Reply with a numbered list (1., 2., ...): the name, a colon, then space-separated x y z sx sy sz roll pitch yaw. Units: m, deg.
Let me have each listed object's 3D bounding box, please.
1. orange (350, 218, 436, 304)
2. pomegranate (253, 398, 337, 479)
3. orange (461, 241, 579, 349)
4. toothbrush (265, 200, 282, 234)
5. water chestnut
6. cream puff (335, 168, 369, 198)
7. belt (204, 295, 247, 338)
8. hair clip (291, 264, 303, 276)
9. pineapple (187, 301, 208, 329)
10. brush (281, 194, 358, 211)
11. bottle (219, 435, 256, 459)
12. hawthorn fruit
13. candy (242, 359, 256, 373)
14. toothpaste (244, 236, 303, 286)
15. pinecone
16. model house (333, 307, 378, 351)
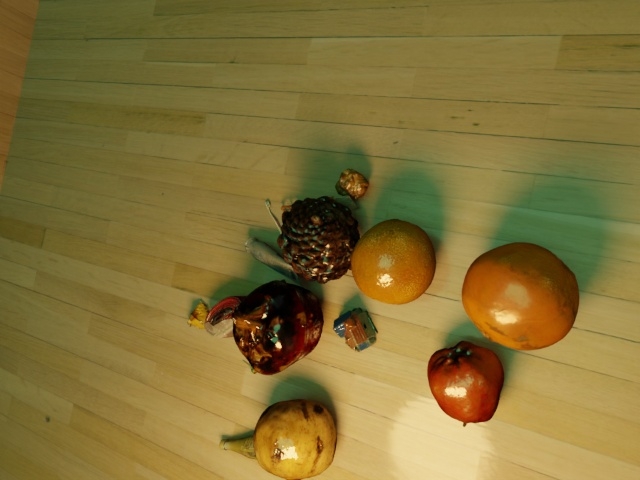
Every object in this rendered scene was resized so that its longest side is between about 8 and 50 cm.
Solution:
1. orange: 0.232 0.067 1.472 0.275 0.274 0.274 -3 84 24
2. pomegranate: -0.083 0.667 1.560 0.282 0.281 0.280 -3 84 24
3. orange: 0.555 0.154 1.296 0.312 0.312 0.311 -3 84 24
4. toothbrush: -0.171 -0.065 1.804 0.022 0.017 0.204 -38 69 37
5. water chestnut: -0.174 0.293 1.599 0.336 0.347 0.334 -6 80 34
6. cream puff: 0.107 -0.194 1.634 0.094 0.116 0.122 -54 38 -9
7. belt: -0.353 0.295 1.794 0.201 0.124 0.128 -40 69 15
8. hair clip: -0.072 0.048 1.736 0.124 0.052 0.195 -25 67 1
9. pineapple: -0.513 0.321 1.896 0.114 0.077 0.114 -38 66 31
10. brush: -0.016 -0.126 1.708 0.315 0.090 0.017 -3 58 30
11. bottle: -0.263 0.770 1.731 0.270 0.083 0.083 -10 81 29
12. hawthorn fruit: 0.434 0.439 1.385 0.224 0.224 0.260 -9 104 24
13. candy: -0.276 0.489 1.799 0.083 0.025 0.023 28 69 33
14. toothpaste: -0.172 0.074 1.720 0.073 0.114 0.299 -42 47 -21
15. pinecone: -0.004 0.002 1.578 0.242 0.295 0.298 7 53 37
16. model house: 0.103 0.305 1.570 0.120 0.149 0.148 -32 71 20
